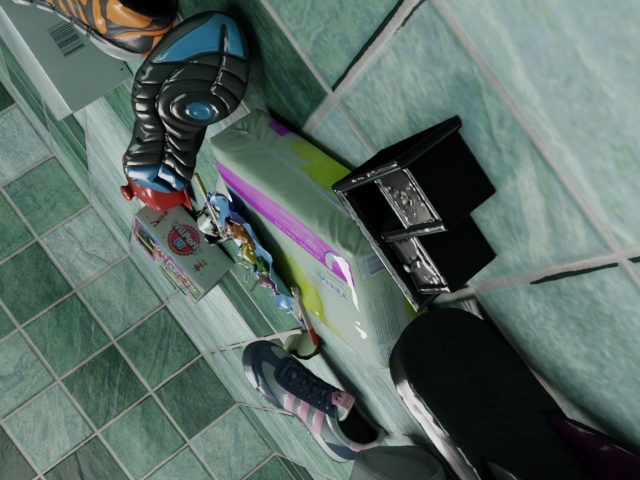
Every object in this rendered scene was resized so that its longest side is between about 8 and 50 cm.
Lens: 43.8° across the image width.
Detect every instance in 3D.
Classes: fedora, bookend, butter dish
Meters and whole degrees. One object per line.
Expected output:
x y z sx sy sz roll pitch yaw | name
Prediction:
0.123 0.419 1.338 0.275 0.244 0.124 179 85 -72 | fedora
0.104 -0.016 0.735 0.157 0.072 0.156 56 162 -8 | bookend
-0.349 -0.123 1.608 0.160 0.118 0.160 45 160 23 | butter dish

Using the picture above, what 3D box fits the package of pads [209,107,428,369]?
0.000 0.000 0.981 0.296 0.101 0.229 39 157 39 | package of pads

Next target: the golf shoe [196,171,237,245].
-0.157 -0.049 1.303 0.077 0.094 0.198 48 160 21 | golf shoe

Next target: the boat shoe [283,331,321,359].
-0.027 0.205 1.536 0.042 0.049 0.133 32 163 -18 | boat shoe

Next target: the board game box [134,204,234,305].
-0.320 0.024 1.824 0.224 0.097 0.303 48 162 0 | board game box

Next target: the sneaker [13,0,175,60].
-0.327 -0.365 1.022 0.321 0.124 0.180 25 161 -23 | sneaker

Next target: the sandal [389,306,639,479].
0.236 0.235 0.747 0.446 0.168 0.107 47 144 18 | sandal

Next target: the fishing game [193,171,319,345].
-0.095 0.022 1.036 0.264 0.041 0.189 48 165 33 | fishing game

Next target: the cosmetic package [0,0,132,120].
-0.489 -0.358 1.494 0.224 0.138 0.225 59 163 -16 | cosmetic package

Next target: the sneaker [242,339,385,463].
-0.005 0.292 1.514 0.319 0.112 0.131 44 137 -15 | sneaker

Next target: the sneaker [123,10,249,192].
-0.182 -0.197 1.024 0.125 0.139 0.341 16 150 -21 | sneaker
